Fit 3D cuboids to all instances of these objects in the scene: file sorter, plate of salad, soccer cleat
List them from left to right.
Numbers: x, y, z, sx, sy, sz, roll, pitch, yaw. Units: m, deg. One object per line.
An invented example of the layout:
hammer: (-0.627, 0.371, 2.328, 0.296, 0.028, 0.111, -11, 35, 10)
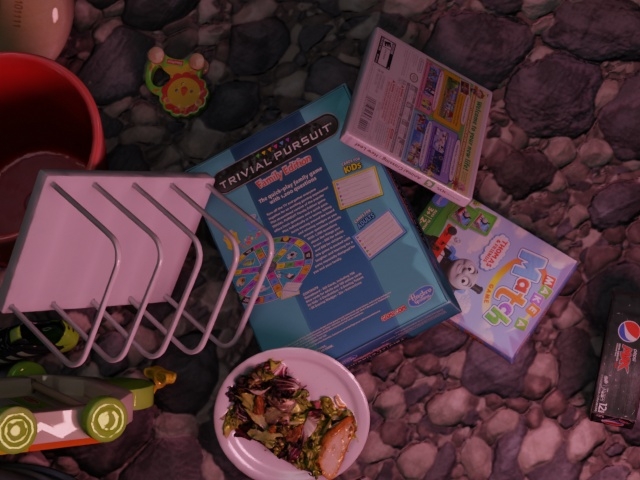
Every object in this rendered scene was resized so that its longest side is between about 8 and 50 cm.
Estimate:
soccer cleat: (-0.417, 0.136, 1.915, 0.179, 0.072, 0.060, -13, 69, 3)
file sorter: (-0.221, 0.037, 1.769, 0.173, 0.278, 0.193, 38, 115, 34)
plate of salad: (-0.037, 0.231, 1.797, 0.200, 0.048, 0.199, 1, 110, 1)

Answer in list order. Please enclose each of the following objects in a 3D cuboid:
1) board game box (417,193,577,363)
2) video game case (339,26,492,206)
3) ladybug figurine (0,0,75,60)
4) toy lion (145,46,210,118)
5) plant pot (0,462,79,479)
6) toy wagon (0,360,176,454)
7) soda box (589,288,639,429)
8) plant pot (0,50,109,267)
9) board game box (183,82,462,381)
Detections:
board game box: (0.209, 0.041, 1.887, 0.211, 0.039, 0.160, 32, 78, 16)
video game case: (0.132, -0.167, 1.894, 0.193, 0.023, 0.212, 27, 49, -13)
ladybug figurine: (-0.544, -0.367, 2.028, 0.449, 0.162, 0.305, 16, 115, 13)
toy lion: (-0.206, -0.224, 2.040, 0.100, 0.034, 0.096, 11, 80, 11)
plant pot: (-0.424, 0.404, 1.684, 0.341, 0.334, 0.341, -2, 70, 6)
toy wagon: (-0.343, 0.208, 1.795, 0.344, 0.267, 0.068, -2, 97, -34)
soda box: (0.388, 0.152, 1.817, 0.060, 0.053, 0.169, 11, 73, 11)
plant pot: (-0.402, -0.082, 1.897, 0.275, 0.243, 0.275, -2, 71, 4)
board game box: (0.000, 0.000, 1.878, 0.254, 0.079, 0.336, -28, 70, 10)
